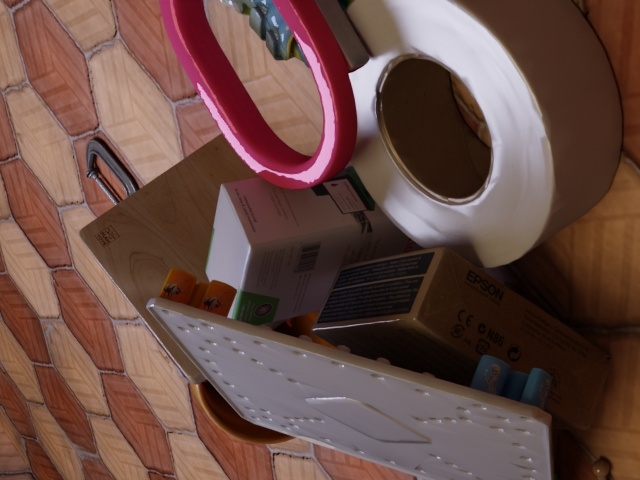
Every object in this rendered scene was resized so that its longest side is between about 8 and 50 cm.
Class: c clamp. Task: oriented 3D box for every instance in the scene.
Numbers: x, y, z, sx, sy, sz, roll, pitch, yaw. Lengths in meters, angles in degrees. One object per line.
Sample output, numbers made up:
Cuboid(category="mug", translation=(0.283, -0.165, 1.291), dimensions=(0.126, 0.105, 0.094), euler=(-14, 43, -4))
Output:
Cuboid(category="c clamp", translation=(-0.336, -0.082, 1.895), dimensions=(0.160, 0.022, 0.137), euler=(52, 149, 12))

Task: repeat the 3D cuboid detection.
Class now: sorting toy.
Cuboid(category="sorting toy", translation=(-0.117, 0.022, 1.449), dimensions=(0.257, 0.255, 0.089), euler=(47, 166, 28))

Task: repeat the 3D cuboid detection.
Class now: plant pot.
Cuboid(category="plant pot", translation=(-0.092, 0.148, 1.586), dimensions=(0.188, 0.205, 0.205), euler=(23, 135, 67))

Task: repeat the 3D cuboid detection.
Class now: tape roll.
Cuboid(category="tape roll", translation=(0.136, -0.121, 1.099), dimensions=(0.286, 0.100, 0.286), euler=(36, 142, 35))

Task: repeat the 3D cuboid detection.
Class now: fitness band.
Cuboid(category="fitness band", translation=(-0.060, -0.187, 1.156), dimensions=(0.209, 0.054, 0.290), euler=(-35, 84, 52))

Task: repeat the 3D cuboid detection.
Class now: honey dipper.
Cuboid(category="honey dipper", translation=(0.308, 0.306, 1.272), dimensions=(0.030, 0.030, 0.160), euler=(18, 128, 49))

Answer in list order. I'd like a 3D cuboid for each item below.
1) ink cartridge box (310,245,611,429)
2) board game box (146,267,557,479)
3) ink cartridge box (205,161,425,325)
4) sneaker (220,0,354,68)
Cuboid(category="ink cartridge box", translation=(0.140, 0.105, 1.190), dimensions=(0.235, 0.088, 0.193), euler=(33, 159, -24))
Cuboid(category="board game box", translation=(0.056, 0.166, 1.221), dimensions=(0.390, 0.050, 0.390), euler=(14, 159, 18))
Cuboid(category="ink cartridge box", translation=(0.000, 0.000, 1.275), dimensions=(0.160, 0.220, 0.092), euler=(108, 144, -51))
Cuboid(category="sneaker", translation=(-0.075, -0.265, 1.265), dimensions=(0.319, 0.127, 0.208), euler=(-13, 103, 59))
